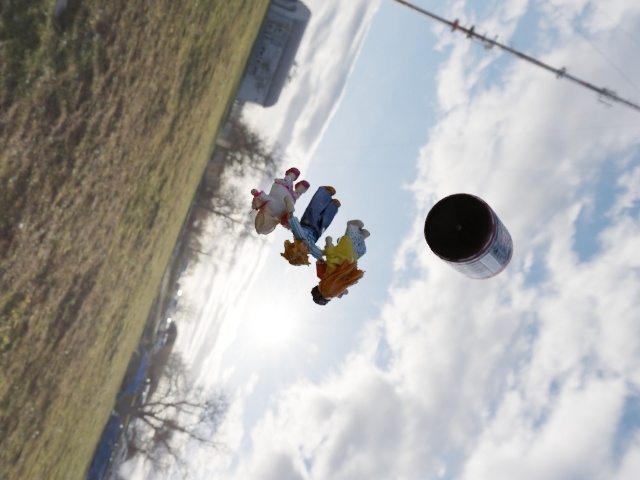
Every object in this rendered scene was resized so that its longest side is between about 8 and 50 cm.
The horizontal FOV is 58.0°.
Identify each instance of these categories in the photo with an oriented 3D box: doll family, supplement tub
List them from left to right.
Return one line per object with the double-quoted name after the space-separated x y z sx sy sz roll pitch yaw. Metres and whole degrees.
0.000 0.000 0.949 0.118 0.263 0.163 -14 -146 41 "doll family"
0.235 0.002 0.887 0.198 0.106 0.105 26 79 -60 "supplement tub"
